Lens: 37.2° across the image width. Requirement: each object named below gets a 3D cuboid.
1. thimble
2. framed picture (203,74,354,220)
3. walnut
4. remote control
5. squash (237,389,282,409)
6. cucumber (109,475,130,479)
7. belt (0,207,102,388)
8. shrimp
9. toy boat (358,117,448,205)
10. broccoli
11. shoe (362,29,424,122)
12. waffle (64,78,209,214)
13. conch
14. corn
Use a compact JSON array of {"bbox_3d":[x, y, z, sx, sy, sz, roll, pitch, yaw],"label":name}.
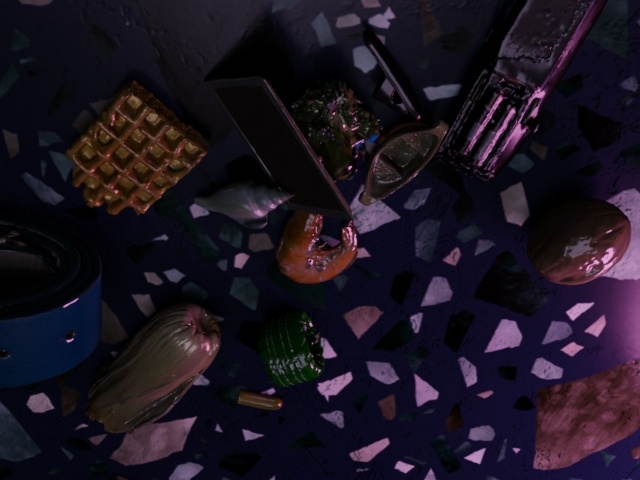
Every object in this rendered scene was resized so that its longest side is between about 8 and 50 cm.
[{"bbox_3d":[-0.049,0.184,1.631,0.090,0.130,0.118,-21,101,12],"label":"thimble"},{"bbox_3d":[-0.061,-0.137,1.400,0.014,0.197,0.252,-42,115,-19],"label":"framed picture"},{"bbox_3d":[0.409,0.001,1.511,0.140,0.140,0.162,40,104,-22],"label":"walnut"},{"bbox_3d":[0.295,-0.262,1.386,0.145,0.062,0.398,19,120,-11],"label":"remote control"},{"bbox_3d":[-0.111,0.297,1.759,0.083,0.027,0.027,14,121,-9],"label":"squash"},{"bbox_3d":[-0.384,0.534,1.891,0.116,0.062,0.115,27,115,-18],"label":"cucumber"},{"bbox_3d":[-0.555,0.077,1.457,0.437,0.300,0.173,4,122,-3],"label":"belt"},{"bbox_3d":[-0.001,-0.003,1.564,0.132,0.051,0.187,5,131,-17],"label":"shrimp"},{"bbox_3d":[0.124,-0.130,1.463,0.089,0.071,0.185,36,116,-21],"label":"toy boat"},{"bbox_3d":[0.021,-0.149,1.400,0.154,0.160,0.167,6,135,-32],"label":"broccoli"},{"bbox_3d":[0.094,-0.236,1.404,0.053,0.062,0.159,-27,113,20],"label":"shoe"},{"bbox_3d":[-0.301,-0.127,1.474,0.211,0.055,0.160,-39,115,23],"label":"waffle"},{"bbox_3d":[-0.115,-0.061,1.506,0.180,0.065,0.088,-3,160,29],"label":"conch"},{"bbox_3d":[-0.294,0.226,1.657,0.123,0.122,0.305,35,118,-19],"label":"corn"}]
